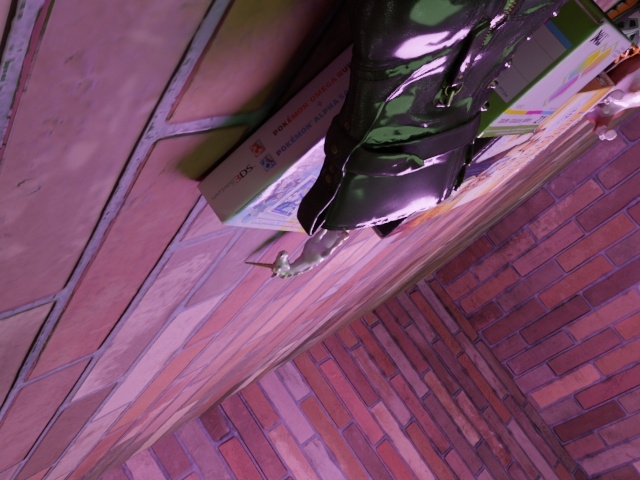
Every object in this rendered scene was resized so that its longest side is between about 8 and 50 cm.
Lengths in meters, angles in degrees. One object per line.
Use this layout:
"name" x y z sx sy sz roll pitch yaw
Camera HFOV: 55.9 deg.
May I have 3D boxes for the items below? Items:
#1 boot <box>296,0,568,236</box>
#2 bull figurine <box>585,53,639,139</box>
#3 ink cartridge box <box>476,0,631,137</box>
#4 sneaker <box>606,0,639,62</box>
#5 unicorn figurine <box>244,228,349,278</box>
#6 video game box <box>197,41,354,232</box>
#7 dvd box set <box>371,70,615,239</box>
"boot" 0.101 -0.120 0.404 0.262 0.091 0.229 -21 145 -19
"bull figurine" 0.624 -0.314 1.127 0.310 0.101 0.188 -39 -169 34
"ink cartridge box" 0.232 -0.212 0.529 0.255 0.097 0.188 -43 166 32
"sneaker" 0.446 -0.295 0.840 0.215 0.083 0.084 -38 169 17
"unicorn figurine" 0.000 0.000 0.780 0.161 0.060 0.111 -22 161 -47
"video game box" 0.014 -0.082 0.542 0.187 0.048 0.205 -42 167 13
"dvd box set" 0.286 -0.154 0.984 0.420 0.062 0.307 -21 162 -49
